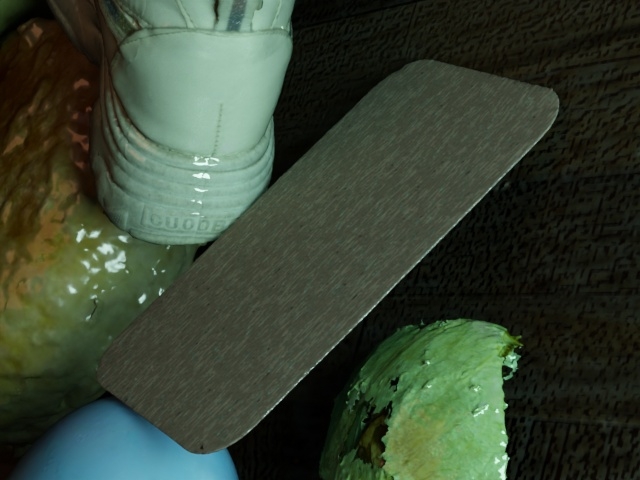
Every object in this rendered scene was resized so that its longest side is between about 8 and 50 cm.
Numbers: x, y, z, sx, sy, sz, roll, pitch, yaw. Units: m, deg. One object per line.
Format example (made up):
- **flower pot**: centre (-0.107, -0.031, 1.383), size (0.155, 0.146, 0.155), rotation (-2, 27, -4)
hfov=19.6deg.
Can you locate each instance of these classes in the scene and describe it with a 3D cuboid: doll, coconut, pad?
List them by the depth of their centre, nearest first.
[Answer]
- **coconut**: centre (0.046, 0.095, 0.906), size (0.133, 0.055, 0.158), rotation (-62, 32, 9)
- **pad**: centre (0.000, 0.000, 0.988), size (0.266, 0.002, 0.176), rotation (-45, 28, -12)
- **doll**: centre (-0.132, 0.206, 1.018), size (0.314, 0.141, 0.177), rotation (-59, 22, 15)

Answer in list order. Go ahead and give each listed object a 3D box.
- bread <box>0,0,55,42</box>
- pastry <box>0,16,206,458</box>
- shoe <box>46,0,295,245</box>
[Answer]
- **bread**: centre (-0.304, -0.224, 1.409), size (0.320, 0.320, 0.237), rotation (-16, 94, 52)
- **pastry**: centre (-0.192, -0.018, 1.271), size (0.329, 0.136, 0.330), rotation (-34, 43, 38)
- **shoe**: centre (-0.085, -0.184, 1.115), size (0.210, 0.132, 0.342), rotation (109, 154, -44)
